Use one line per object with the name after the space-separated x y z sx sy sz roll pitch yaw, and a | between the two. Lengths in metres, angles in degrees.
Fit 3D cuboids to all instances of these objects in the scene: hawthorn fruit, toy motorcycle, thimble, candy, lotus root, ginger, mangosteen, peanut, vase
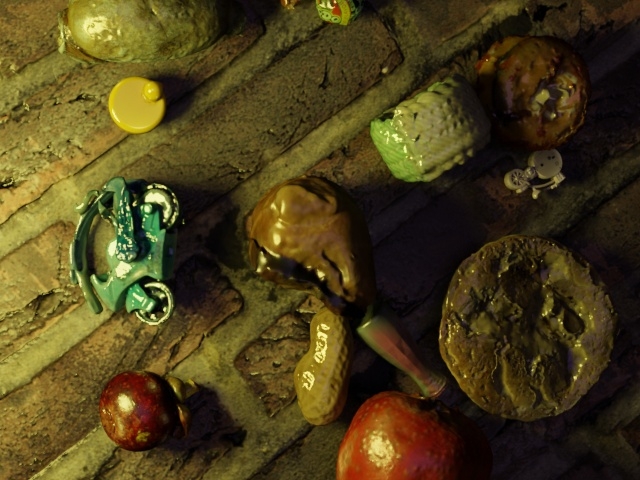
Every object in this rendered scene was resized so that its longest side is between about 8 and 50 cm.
0.155 0.444 1.844 0.287 0.287 0.330 22 91 -11 | hawthorn fruit
-0.349 0.016 1.809 0.206 0.154 0.260 6 92 11 | toy motorcycle
0.207 -0.204 1.883 0.219 0.219 0.150 -31 97 -11 | thimble
0.120 -0.514 1.957 0.305 0.083 0.091 -34 79 -19 | candy
-0.300 -0.406 1.807 0.349 0.175 0.175 -10 91 -15 | lotus root
0.000 0.000 1.844 0.269 0.200 0.223 23 89 -6 | ginger
-0.312 0.305 1.820 0.145 0.181 0.156 -35 76 31 | mangosteen
0.008 0.237 1.895 0.108 0.095 0.226 12 85 -9 | peanut
0.159 0.217 1.939 0.086 0.086 0.214 -45 102 -9 | vase

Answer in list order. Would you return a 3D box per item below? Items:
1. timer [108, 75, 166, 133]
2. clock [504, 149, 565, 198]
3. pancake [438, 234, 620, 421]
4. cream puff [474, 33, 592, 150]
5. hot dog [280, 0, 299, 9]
-0.331 -0.248 1.825 0.107 0.109 0.107 0 89 -12 | timer
0.433 -0.132 2.020 0.129 0.041 0.087 -30 92 -16 | clock
0.406 0.172 1.987 0.386 0.082 0.387 0 90 -16 | pancake
0.405 -0.288 1.959 0.240 0.164 0.240 -4 100 -20 | cream puff
-0.055 -0.602 1.899 0.135 0.100 0.337 6 87 -3 | hot dog
